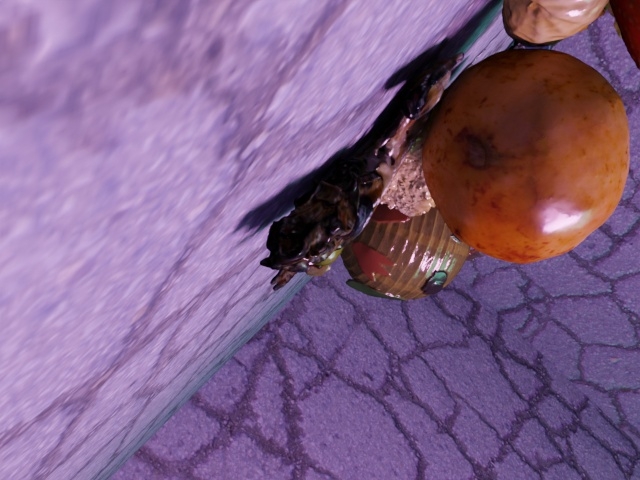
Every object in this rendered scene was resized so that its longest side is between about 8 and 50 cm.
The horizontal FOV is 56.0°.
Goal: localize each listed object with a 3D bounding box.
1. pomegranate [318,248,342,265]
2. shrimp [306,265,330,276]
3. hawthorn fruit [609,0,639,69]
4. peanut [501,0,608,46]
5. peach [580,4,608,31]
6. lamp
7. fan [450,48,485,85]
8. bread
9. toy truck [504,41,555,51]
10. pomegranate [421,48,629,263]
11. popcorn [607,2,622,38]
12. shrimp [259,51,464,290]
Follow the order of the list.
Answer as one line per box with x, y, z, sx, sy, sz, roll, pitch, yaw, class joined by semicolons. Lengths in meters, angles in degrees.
-0.003;0.002;0.946;0.073;0.073;0.084;-47;139;7;pomegranate
0.008;0.014;1.217;0.145;0.061;0.267;-55;173;5;shrimp
0.398;-0.292;0.560;0.254;0.300;0.254;-17;-165;5;hawthorn fruit
0.235;-0.249;0.605;0.103;0.098;0.229;-8;-170;19;peanut
0.523;-0.484;1.181;0.151;0.118;0.151;-25;127;-38;peach
0.169;-0.002;1.079;0.250;0.285;0.250;-162;-90;-76;lamp
0.251;-0.293;1.026;0.083;0.004;0.056;-48;176;28;fan
0.173;-0.140;0.893;0.245;0.121;0.174;-39;164;-34;bread
0.497;-0.451;1.470;0.074;0.088;0.201;-43;175;-23;toy truck
0.239;-0.098;0.702;0.248;0.248;0.248;-46;177;-4;pomegranate
0.595;-0.466;0.971;0.312;0.312;0.312;-46;177;-4;popcorn
0.054;-0.085;0.608;0.233;0.071;0.365;-56;174;33;shrimp
